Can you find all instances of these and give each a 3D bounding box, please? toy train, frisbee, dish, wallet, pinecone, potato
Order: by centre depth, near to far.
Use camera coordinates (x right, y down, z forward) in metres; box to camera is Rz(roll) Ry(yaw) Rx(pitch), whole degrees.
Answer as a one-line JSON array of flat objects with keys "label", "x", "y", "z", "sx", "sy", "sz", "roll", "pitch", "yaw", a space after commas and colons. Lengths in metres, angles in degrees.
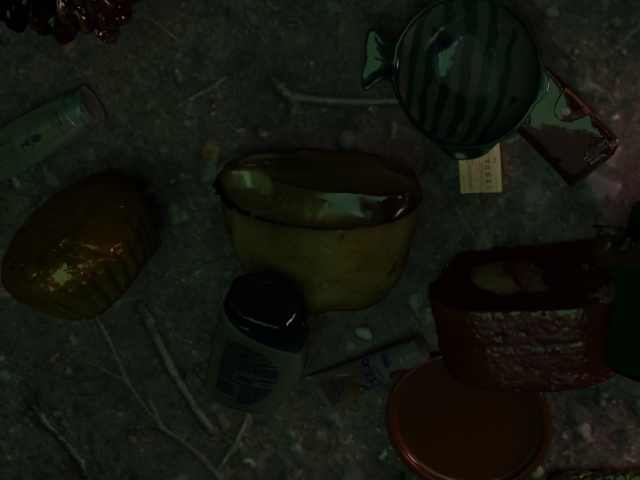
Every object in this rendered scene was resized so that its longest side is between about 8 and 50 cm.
[{"label": "toy train", "x": 0.516, "y": 0.077, "z": 1.435, "sx": 0.429, "sy": 0.178, "sz": 0.249, "roll": 14, "pitch": 86, "yaw": -16}, {"label": "pinecone", "x": -0.346, "y": -0.371, "z": 1.500, "sx": 0.272, "sy": 0.224, "sz": 0.224, "roll": 16, "pitch": 116, "yaw": 19}, {"label": "dish", "x": 0.181, "y": -0.222, "z": 1.510, "sx": 0.246, "sy": 0.078, "sz": 0.224, "roll": 12, "pitch": 106, "yaw": 20}, {"label": "wallet", "x": 0.306, "y": -0.158, "z": 1.546, "sx": 0.176, "sy": 0.026, "sz": 0.095, "roll": 45, "pitch": 116, "yaw": -7}, {"label": "potato", "x": 0.000, "y": 0.000, "z": 1.590, "sx": 0.285, "sy": 0.242, "sz": 0.243, "roll": 0, "pitch": 113, "yaw": 8}, {"label": "frisbee", "x": 0.222, "y": 0.274, "z": 1.755, "sx": 0.250, "sy": 0.021, "sz": 0.251, "roll": 4, "pitch": 113, "yaw": 10}]

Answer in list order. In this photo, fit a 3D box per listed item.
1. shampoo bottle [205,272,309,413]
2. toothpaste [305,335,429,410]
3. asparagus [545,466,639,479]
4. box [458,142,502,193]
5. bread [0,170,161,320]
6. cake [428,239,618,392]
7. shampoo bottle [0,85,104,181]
[{"label": "shampoo bottle", "x": -0.084, "y": 0.154, "z": 1.631, "sx": 0.134, "sy": 0.078, "sz": 0.359, "roll": 22, "pitch": 153, "yaw": 1}, {"label": "toothpaste", "x": 0.072, "y": 0.196, "z": 1.746, "sx": 0.194, "sy": 0.043, "sz": 0.067, "roll": -28, "pitch": 106, "yaw": 28}, {"label": "asparagus", "x": 0.418, "y": 0.356, "z": 1.740, "sx": 0.165, "sy": 0.030, "sz": 0.036, "roll": -5, "pitch": 125, "yaw": 14}, {"label": "box", "x": 0.217, "y": -0.110, "z": 1.593, "sx": 0.058, "sy": 0.015, "sz": 0.093, "roll": -2, "pitch": 113, "yaw": 12}, {"label": "bread", "x": -0.341, "y": 0.014, "z": 1.657, "sx": 0.239, "sy": 0.240, "sz": 0.139, "roll": -18, "pitch": 121, "yaw": 19}, {"label": "cake", "x": 0.286, "y": 0.103, "z": 1.580, "sx": 0.282, "sy": 0.177, "sz": 0.151, "roll": -3, "pitch": 112, "yaw": 15}, {"label": "shampoo bottle", "x": -0.412, "y": -0.153, "z": 1.697, "sx": 0.212, "sy": 0.049, "sz": 0.072, "roll": -27, "pitch": 100, "yaw": 21}]
